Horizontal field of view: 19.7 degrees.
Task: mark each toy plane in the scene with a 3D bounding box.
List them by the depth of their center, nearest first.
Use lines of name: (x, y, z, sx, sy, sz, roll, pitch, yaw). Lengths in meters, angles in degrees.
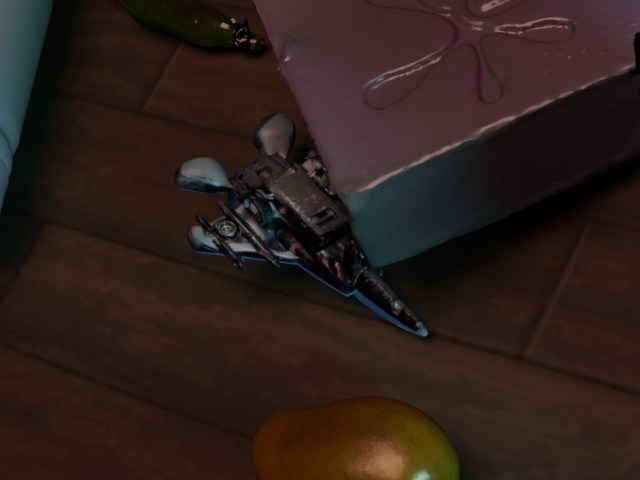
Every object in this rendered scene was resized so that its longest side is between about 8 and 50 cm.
toy plane: (0.000, -0.005, 1.435, 0.169, 0.078, 0.246, -29, 46, -25)

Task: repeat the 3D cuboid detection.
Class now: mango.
mango: (0.017, 0.159, 1.317, 0.184, 0.085, 0.102, 5, 64, 40)

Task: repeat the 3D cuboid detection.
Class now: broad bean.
broad bean: (-0.156, -0.228, 1.700, 0.060, 0.043, 0.297, -40, 48, -12)

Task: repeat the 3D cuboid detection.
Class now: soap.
soap: (0.109, -0.151, 1.410, 0.285, 0.107, 0.296, -26, 47, 2)

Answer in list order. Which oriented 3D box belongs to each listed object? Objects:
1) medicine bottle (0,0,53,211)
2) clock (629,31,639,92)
medicine bottle: (-0.362, -0.145, 1.667, 0.202, 0.202, 0.315, -7, 57, 28)
clock: (0.283, 0.045, 1.030, 0.076, 0.386, 0.386, -24, 51, 7)
